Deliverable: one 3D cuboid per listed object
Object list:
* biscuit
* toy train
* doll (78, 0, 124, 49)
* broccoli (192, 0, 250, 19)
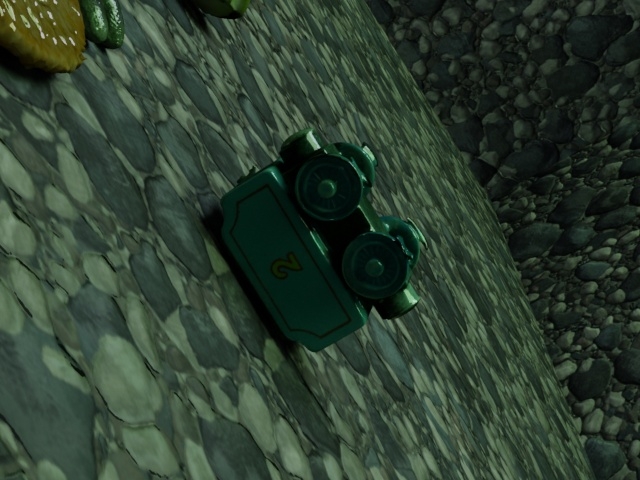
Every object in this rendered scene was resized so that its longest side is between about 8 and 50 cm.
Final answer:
[{"bbox_3d":[-0.270,-0.242,1.019,0.254,0.035,0.254,57,14,-22],"label":"biscuit"},{"bbox_3d":[0.000,0.000,1.244,0.203,0.163,0.112,59,15,-4],"label":"toy train"},{"bbox_3d":[-0.214,-0.254,1.196,0.115,0.077,0.150,-10,82,-66],"label":"doll"},{"bbox_3d":[-0.104,-0.459,1.605,0.277,0.338,0.317,22,54,-24],"label":"broccoli"}]
